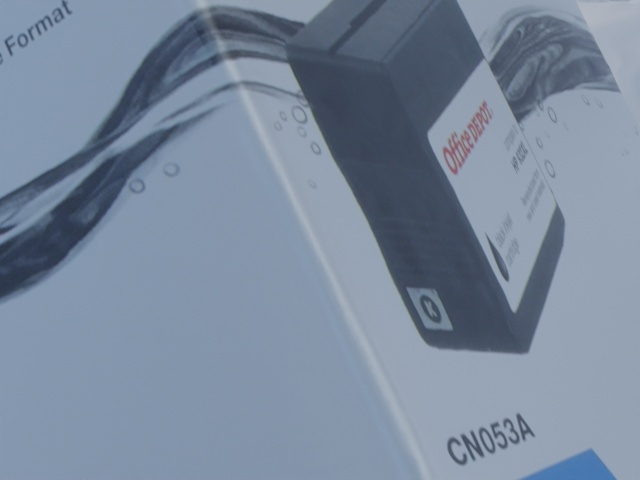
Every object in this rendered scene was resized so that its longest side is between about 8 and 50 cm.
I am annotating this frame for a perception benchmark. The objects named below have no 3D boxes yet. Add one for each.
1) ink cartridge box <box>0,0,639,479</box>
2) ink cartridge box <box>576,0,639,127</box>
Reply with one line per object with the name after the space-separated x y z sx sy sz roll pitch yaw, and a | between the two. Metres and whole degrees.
0.000 0.000 0.549 0.129 0.223 0.307 -31 79 30 | ink cartridge box
0.016 -0.055 0.916 0.172 0.237 0.100 -8 85 53 | ink cartridge box
